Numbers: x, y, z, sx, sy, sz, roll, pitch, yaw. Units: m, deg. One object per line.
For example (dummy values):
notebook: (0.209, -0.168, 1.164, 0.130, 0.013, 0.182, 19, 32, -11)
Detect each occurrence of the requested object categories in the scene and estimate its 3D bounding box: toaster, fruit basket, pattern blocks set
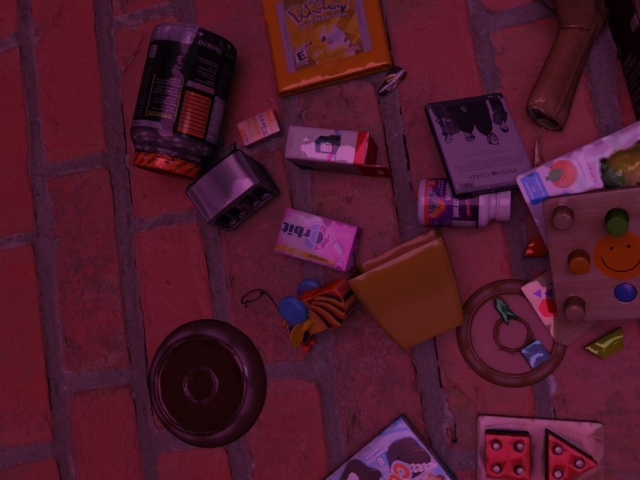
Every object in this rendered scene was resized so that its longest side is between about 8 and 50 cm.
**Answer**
toaster: (-0.204, -0.118, 1.511, 0.168, 0.186, 0.110, -38, 73, 8)
fruit basket: (0.619, -0.056, 1.284, 0.353, 0.165, 0.327, -24, 89, 6)
pattern blocks set: (0.532, 0.113, 1.364, 0.325, 0.026, 0.285, -23, 80, 0)

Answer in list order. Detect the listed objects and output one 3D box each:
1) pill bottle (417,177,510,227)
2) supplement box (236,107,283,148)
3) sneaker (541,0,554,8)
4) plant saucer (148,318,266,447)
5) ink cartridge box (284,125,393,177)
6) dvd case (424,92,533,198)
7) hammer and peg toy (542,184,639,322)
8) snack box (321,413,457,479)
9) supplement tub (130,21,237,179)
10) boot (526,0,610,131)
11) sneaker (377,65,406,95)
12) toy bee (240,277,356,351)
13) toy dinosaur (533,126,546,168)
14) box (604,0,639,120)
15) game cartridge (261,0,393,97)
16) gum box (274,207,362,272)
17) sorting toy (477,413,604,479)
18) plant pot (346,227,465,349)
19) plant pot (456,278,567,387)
pill bottle: (0.313, -0.082, 1.415, 0.194, 0.108, 0.108, 2, 86, 14)
supplement box: (-0.147, -0.273, 1.584, 0.098, 0.036, 0.062, -22, 81, 11)
sneaker: (0.472, -0.605, 1.439, 0.086, 0.085, 0.237, -40, 75, -15)
plant saucer: (-0.284, 0.346, 1.564, 0.311, 0.050, 0.310, -1, 85, 15)
ink cartridge box: (0.050, -0.200, 1.478, 0.231, 0.134, 0.078, 8, 87, 14)
dvd case: (0.341, -0.208, 1.396, 0.179, 0.029, 0.238, -9, 64, -6)
hammer and peg toy: (0.606, 0.028, 1.179, 0.361, 0.127, 0.265, -6, 105, 24)
snack box: (0.120, 0.559, 1.436, 0.322, 0.060, 0.187, -42, 77, 7)
supplement tub: (-0.330, -0.324, 1.548, 0.207, 0.207, 0.337, 12, 88, 15)
boot: (0.495, -0.393, 1.343, 0.089, 0.236, 0.269, 24, 90, 50)
sneaker: (0.163, -0.374, 1.521, 0.083, 0.031, 0.035, -42, 64, 3)
toy bee: (-0.023, 0.170, 1.473, 0.195, 0.298, 0.162, -34, 108, -24)
toy dinosaur: (0.475, -0.146, 1.419, 0.093, 0.053, 0.183, -19, 88, -3)
box: (0.680, -0.457, 1.311, 0.143, 0.191, 0.381, -12, 82, 13)
game cartridge: (0.006, -0.533, 1.560, 0.285, 0.053, 0.323, -12, 84, 13)
gum box: (0.000, 0.000, 1.511, 0.188, 0.062, 0.107, 16, 90, 15)
sorting toy: (0.454, 0.503, 1.341, 0.256, 0.089, 0.257, 0, 85, 14)
plant pot: (0.201, 0.107, 1.389, 0.212, 0.212, 0.187, -27, 92, 11)
plant pot: (0.414, 0.201, 1.406, 0.236, 0.032, 0.236, -1, 86, 14)
